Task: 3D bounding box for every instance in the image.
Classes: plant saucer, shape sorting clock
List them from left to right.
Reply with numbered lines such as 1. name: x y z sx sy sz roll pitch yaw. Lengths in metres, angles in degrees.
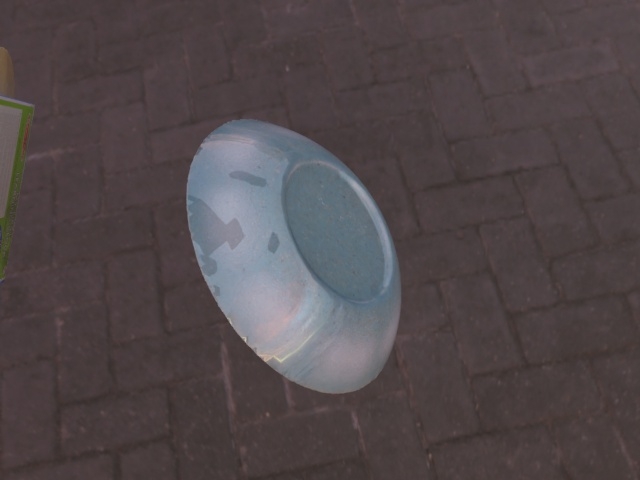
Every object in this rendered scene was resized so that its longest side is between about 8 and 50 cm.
1. shape sorting clock: -0.245 -0.034 0.618 0.040 0.206 0.206 10 55 -7
2. plant saucer: 0.000 0.000 0.570 0.037 0.195 0.194 -30 45 35
